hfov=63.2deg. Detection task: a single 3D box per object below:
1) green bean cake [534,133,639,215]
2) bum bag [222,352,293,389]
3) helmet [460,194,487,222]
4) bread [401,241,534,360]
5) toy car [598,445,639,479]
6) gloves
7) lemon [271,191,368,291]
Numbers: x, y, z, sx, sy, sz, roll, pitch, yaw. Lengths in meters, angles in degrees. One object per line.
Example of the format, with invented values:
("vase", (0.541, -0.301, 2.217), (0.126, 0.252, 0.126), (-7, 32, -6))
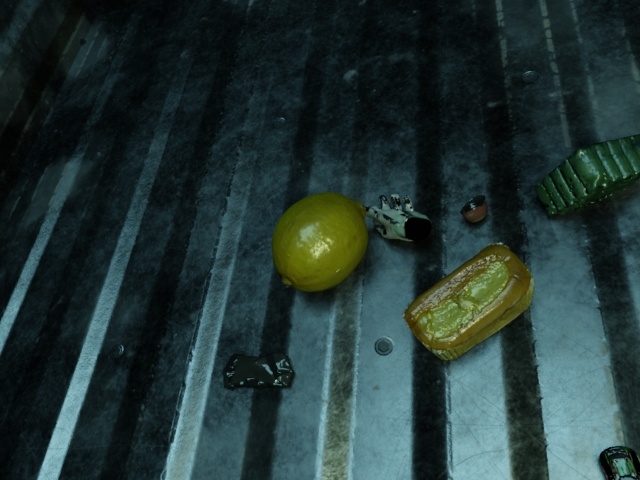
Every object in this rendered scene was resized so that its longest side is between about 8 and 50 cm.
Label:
("green bean cake", (0.638, -0.146, 1.210), (0.208, 0.193, 0.107), (-17, 71, -16))
("bum bag", (-0.162, 0.325, 1.303), (0.197, 0.049, 0.087), (-6, 63, 19))
("helmet", (0.395, -0.074, 1.317), (0.065, 0.049, 0.084), (-20, 17, 49))
("bread", (0.334, 0.141, 1.166), (0.288, 0.119, 0.153), (-35, 49, -1))
("toy car", (0.548, 0.440, 0.924), (0.069, 0.055, 0.142), (-17, 54, 17))
("gloves", (0.194, -0.053, 1.358), (0.127, 0.111, 0.212), (-24, 16, -15))
("lemon", (-0.003, 0.003, 1.327), (0.263, 0.236, 0.236), (-28, 45, -37))
